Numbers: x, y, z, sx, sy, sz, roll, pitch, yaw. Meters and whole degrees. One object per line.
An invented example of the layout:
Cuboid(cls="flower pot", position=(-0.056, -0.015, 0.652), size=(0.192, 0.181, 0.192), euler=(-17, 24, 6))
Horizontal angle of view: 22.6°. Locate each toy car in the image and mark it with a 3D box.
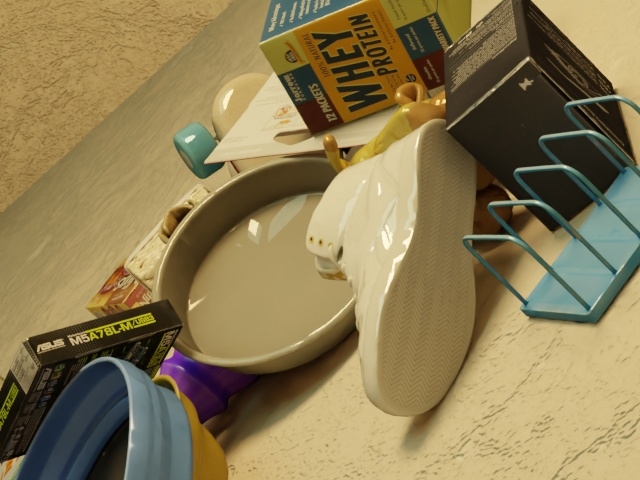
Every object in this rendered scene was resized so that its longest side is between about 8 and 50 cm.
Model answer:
Cuboid(cls="toy car", position=(-0.058, -0.104, 2.204), size=(0.219, 0.210, 0.238), euler=(-37, -15, -12))

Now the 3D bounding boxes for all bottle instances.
Cuboid(cls="bottle", position=(-0.107, 0.116, 1.874), size=(0.283, 0.092, 0.118), euler=(-52, 30, -17))

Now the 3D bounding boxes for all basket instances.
Cuboid(cls="basket", position=(-0.177, 0.021, 2.249), size=(0.167, 0.113, 0.103), euler=(-48, 20, -2))

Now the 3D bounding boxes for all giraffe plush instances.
Cuboid(cls="giraffe plush", position=(0.122, -0.092, 1.686), size=(0.210, 0.181, 0.170), euler=(-7, 28, 40))

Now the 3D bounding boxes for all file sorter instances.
Cuboid(cls="file sorter", position=(0.221, -0.029, 1.383), size=(0.170, 0.104, 0.118), euler=(-52, 17, -14))

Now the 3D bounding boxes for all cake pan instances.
Cuboid(cls="cake pan", position=(-0.049, 0.031, 1.800), size=(0.293, 0.054, 0.293), euler=(-16, 47, 18))

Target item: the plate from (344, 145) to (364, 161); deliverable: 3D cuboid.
Cuboid(cls="plate", position=(0.122, -0.125, 1.946), size=(0.278, 0.045, 0.277), euler=(-26, 24, 49))

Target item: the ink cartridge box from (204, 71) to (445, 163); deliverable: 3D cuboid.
Cuboid(cls="ink cartridge box", position=(0.025, -0.160, 1.947), size=(0.275, 0.060, 0.239), euler=(-4, 40, 40))

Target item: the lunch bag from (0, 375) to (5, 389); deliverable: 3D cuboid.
Cuboid(cls="lunch bag", position=(-0.448, 0.269, 2.125), size=(0.169, 0.235, 0.287), euler=(-49, 17, -4))

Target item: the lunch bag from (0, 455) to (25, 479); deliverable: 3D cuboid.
Cuboid(cls="lunch bag", position=(-0.365, 0.374, 1.840), size=(0.243, 0.115, 0.303), euler=(-20, 42, 60))

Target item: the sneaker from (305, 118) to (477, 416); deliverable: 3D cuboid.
Cuboid(cls="sneaker", position=(0.059, 0.041, 1.532), size=(0.169, 0.108, 0.293), euler=(-22, 49, 49))

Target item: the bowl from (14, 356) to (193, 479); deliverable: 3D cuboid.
Cuboid(cls="bowl", position=(-0.235, 0.308, 1.557), size=(0.391, 0.077, 0.391), euler=(-49, 29, 40))

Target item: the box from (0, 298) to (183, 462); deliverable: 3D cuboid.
Cuboid(cls="box", position=(-0.260, 0.153, 1.742), size=(0.184, 0.045, 0.191), euler=(-18, -28, -39))

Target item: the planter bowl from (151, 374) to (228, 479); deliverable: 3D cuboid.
Cuboid(cls="planter bowl", position=(-0.155, 0.254, 1.642), size=(0.217, 0.090, 0.217), euler=(-50, 28, 39))

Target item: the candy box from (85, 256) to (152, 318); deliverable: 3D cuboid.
Cuboid(cls="candy box", position=(-0.289, 0.076, 2.499), size=(0.109, 0.053, 0.186), euler=(-53, 16, -19))

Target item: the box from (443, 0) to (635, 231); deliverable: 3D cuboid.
Cuboid(cls="box", position=(0.208, -0.132, 1.566), size=(0.108, 0.153, 0.207), euler=(-41, 17, 22))

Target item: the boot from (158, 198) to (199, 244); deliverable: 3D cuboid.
Cuboid(cls="boot", position=(-0.134, 0.014, 2.055), size=(0.077, 0.165, 0.213), euler=(-45, 18, 4))

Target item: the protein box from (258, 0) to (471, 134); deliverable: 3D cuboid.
Cuboid(cls="protein box", position=(0.057, -0.259, 1.866), size=(0.201, 0.136, 0.200), euler=(-20, 32, 20))
